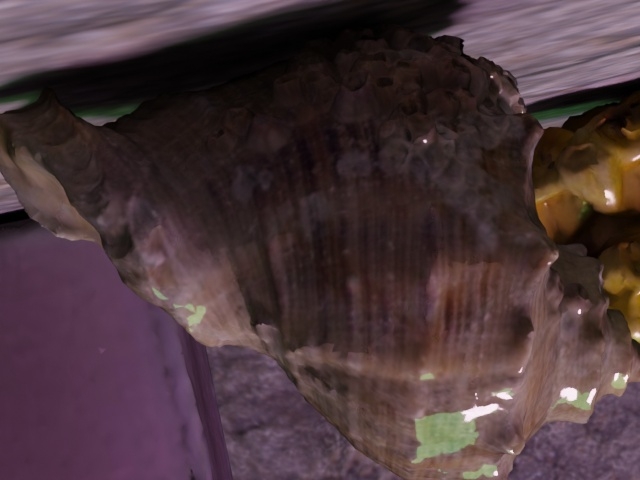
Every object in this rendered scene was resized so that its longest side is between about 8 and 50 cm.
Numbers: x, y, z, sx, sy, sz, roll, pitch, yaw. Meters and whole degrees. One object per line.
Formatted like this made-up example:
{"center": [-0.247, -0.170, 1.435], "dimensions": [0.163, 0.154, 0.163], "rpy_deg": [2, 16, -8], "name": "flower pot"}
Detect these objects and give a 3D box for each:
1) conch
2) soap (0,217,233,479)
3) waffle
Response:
{"center": [0.000, 0.000, 0.660], "dimensions": [0.245, 0.163, 0.178], "rpy_deg": [17, 157, -3], "name": "conch"}
{"center": [-0.199, 0.135, 1.043], "dimensions": [0.296, 0.285, 0.107], "rpy_deg": [-11, 176, 2], "name": "soap"}
{"center": [0.235, -0.022, 1.144], "dimensions": [0.261, 0.151, 0.324], "rpy_deg": [-18, 179, 16], "name": "waffle"}
